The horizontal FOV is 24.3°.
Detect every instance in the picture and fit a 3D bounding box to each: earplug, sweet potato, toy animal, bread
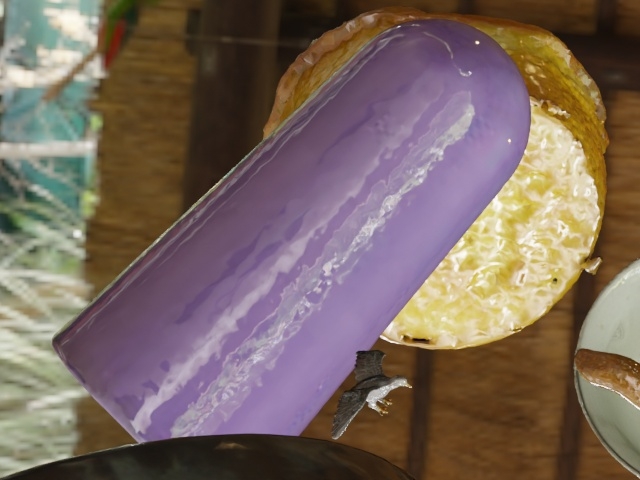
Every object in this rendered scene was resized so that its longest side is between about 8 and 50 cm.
[{"bbox_3d":[0.000,0.000,1.272,0.456,0.215,0.215,-46,-150,-4],"label":"earplug"},{"bbox_3d":[0.221,0.119,0.860,0.179,0.044,0.044,47,-42,16],"label":"sweet potato"},{"bbox_3d":[0.036,0.098,0.962,0.084,0.050,0.028,-70,157,-53],"label":"toy animal"},{"bbox_3d":[0.123,-0.065,1.653,0.215,0.398,0.398,-83,-172,-62],"label":"bread"}]

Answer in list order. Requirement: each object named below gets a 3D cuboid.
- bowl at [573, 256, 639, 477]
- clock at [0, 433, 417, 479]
[{"bbox_3d":[0.432,0.159,1.575,0.146,0.313,0.313,65,4,-54],"label":"bowl"},{"bbox_3d":[-0.091,0.223,0.521,0.076,0.386,0.386,53,-44,38],"label":"clock"}]
